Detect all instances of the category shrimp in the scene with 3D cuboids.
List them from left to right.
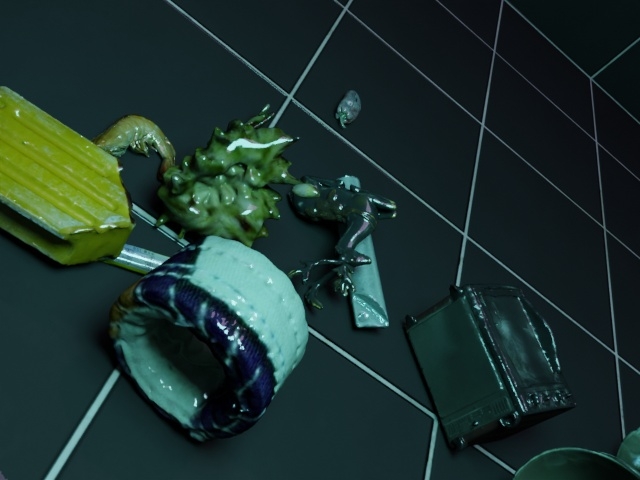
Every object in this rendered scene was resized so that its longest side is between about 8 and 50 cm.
[{"bbox_3d":[-0.291,-0.127,1.010,0.124,0.034,0.178,46,35,-12],"label":"shrimp"}]

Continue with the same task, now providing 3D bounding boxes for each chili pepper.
[{"bbox_3d":[0.066,-0.298,1.450,0.153,0.041,0.050,-61,146,-49],"label":"chili pepper"}]

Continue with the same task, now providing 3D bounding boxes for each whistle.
[{"bbox_3d":[0.068,0.018,1.181,0.062,0.062,0.312,16,49,-32],"label":"whistle"}]

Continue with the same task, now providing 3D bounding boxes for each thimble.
[{"bbox_3d":[-0.134,0.124,0.806,0.237,0.237,0.150,47,43,-1],"label":"thimble"}]

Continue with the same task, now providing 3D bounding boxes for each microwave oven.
[{"bbox_3d":[0.289,0.210,1.123,0.178,0.188,0.247,4,57,-39],"label":"microwave oven"}]

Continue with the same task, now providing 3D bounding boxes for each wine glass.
[{"bbox_3d":[0.534,0.450,1.107,0.406,0.267,0.267,4,56,-44],"label":"wine glass"}]

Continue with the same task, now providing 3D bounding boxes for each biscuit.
[{"bbox_3d":[-0.202,0.048,0.947,0.292,0.026,0.048,21,46,-26],"label":"biscuit"}]

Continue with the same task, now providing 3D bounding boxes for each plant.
[{"bbox_3d":[-0.140,-0.095,1.071,0.180,0.251,0.333,61,1,-12],"label":"plant"}]

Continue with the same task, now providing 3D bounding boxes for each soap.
[{"bbox_3d":[-0.359,-0.076,0.853,0.257,0.080,0.160,34,43,-7],"label":"soap"}]

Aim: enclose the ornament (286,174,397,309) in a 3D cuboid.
[{"bbox_3d":[0.000,0.000,1.109,0.202,0.080,0.236,16,57,19],"label":"ornament"}]
